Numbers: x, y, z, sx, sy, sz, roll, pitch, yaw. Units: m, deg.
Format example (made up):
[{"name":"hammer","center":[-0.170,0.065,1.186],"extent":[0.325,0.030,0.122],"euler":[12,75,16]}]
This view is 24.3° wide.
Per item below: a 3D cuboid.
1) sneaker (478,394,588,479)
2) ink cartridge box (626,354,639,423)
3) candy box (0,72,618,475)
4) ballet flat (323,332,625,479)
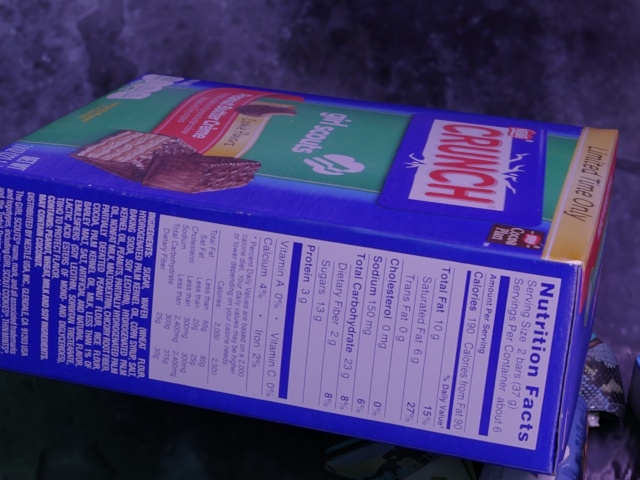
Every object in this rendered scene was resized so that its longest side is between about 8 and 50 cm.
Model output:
[{"name":"sneaker","center":[0.055,0.207,0.808],"extent":[0.131,0.112,0.296],"euler":[17,75,21]},{"name":"ink cartridge box","center":[0.302,0.096,0.851],"extent":[0.203,0.086,0.148],"euler":[-26,63,-4]},{"name":"candy box","center":[0.000,0.000,0.845],"extent":[0.317,0.268,0.122],"euler":[10,109,11]},{"name":"ballet flat","center":[0.096,0.118,0.887],"extent":[0.188,0.070,0.070],"euler":[-23,63,0]}]
